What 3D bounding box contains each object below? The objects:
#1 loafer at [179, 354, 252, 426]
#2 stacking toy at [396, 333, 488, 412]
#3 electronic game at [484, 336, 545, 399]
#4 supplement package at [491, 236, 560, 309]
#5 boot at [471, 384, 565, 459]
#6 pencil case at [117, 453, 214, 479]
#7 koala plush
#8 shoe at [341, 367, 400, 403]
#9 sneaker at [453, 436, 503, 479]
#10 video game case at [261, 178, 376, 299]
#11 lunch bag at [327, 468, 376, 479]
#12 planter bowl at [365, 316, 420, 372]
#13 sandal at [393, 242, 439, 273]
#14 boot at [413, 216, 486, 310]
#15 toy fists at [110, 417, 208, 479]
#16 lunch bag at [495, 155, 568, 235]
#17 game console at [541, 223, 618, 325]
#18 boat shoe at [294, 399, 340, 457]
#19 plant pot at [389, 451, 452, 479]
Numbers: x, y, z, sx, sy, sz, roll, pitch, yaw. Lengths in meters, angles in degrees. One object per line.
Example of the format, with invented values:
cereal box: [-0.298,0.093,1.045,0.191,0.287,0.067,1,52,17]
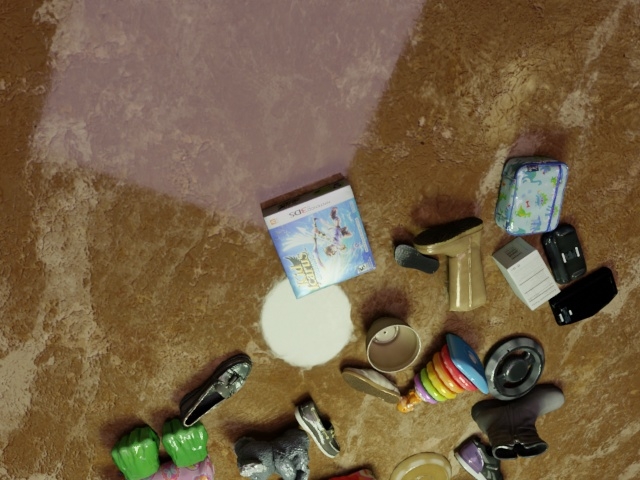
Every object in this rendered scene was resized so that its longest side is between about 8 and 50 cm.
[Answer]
loafer: [-0.302,0.449,1.633,0.267,0.084,0.096,-40,114,7]
stacking toy: [0.361,0.451,1.749,0.302,0.166,0.175,-41,105,19]
electronic game: [0.641,0.424,1.837,0.229,0.048,0.230,-5,108,-16]
supplement package: [0.614,0.098,1.662,0.105,0.105,0.179,-36,115,5]
boot: [0.690,0.610,1.830,0.337,0.223,0.118,-15,114,-5]
pencil case: [-0.472,0.742,1.710,0.283,0.124,0.124,-13,115,-5]
koala plush: [-0.156,0.673,1.713,0.221,0.196,0.204,10,99,-15]
shoe: [0.159,0.446,1.749,0.219,0.058,0.076,30,135,-17]
sneaker: [0.605,0.804,1.965,0.124,0.107,0.283,-46,114,2]
video game case: [0.000,0.000,1.519,0.244,0.061,0.270,-21,115,-1]
lunch bag: [0.076,0.904,1.879,0.292,0.120,0.258,-21,114,-12]
planter bowl: [0.203,0.294,1.659,0.161,0.109,0.162,-5,114,-10]
sandal: [0.272,0.051,1.614,0.179,0.040,0.067,23,112,-35]
boot: [0.384,0.089,1.608,0.236,0.089,0.270,-16,116,-16]
toy fists: [-0.478,0.612,1.664,0.278,0.096,0.142,-11,124,-8]
lunch bag: [0.601,-0.128,1.575,0.175,0.090,0.219,-3,114,-14]
game console: [0.798,0.101,1.738,0.213,0.044,0.361,-29,116,0]
boat shoe: [0.006,0.599,1.762,0.068,0.081,0.228,-32,113,8]
plant pot: [0.360,0.853,1.971,0.236,0.032,0.237,-4,113,-9]
